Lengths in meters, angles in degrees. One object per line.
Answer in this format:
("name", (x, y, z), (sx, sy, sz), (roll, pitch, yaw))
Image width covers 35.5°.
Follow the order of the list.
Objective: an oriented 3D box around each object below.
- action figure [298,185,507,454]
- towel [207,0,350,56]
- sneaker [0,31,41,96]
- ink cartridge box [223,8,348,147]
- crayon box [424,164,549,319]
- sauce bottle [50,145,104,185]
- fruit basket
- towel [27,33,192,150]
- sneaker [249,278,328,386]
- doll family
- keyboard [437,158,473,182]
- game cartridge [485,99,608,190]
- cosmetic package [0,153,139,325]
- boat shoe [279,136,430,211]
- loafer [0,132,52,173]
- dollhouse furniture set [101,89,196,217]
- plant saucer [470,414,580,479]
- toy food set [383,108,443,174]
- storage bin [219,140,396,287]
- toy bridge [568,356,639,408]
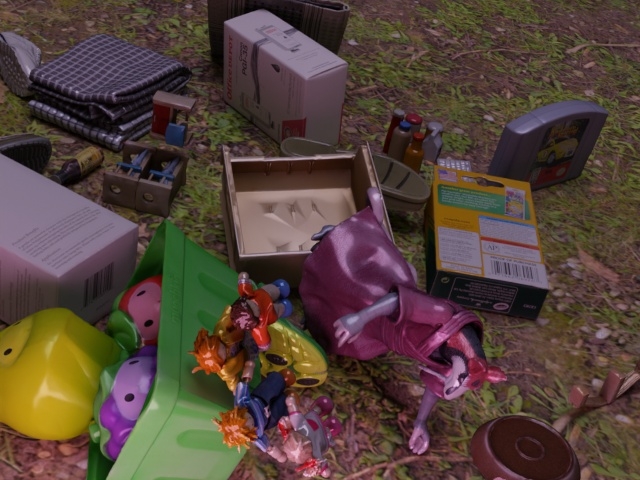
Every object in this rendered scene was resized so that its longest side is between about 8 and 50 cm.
("action figure", (0.137, 0.122, 1.482), (0.370, 0.248, 0.276), (23, 58, 41))
("towel", (-0.100, -0.486, 2.268), (0.312, 0.324, 0.056), (11, 72, -2))
("sneaker", (-0.632, -0.382, 2.129), (0.095, 0.090, 0.235), (-3, 38, -37))
("ink cartridge box", (-0.082, -0.333, 2.116), (0.117, 0.207, 0.283), (-26, 49, -32))
("crayon box", (0.302, -0.002, 1.870), (0.203, 0.083, 0.323), (10, 39, -3))
("sauce bottle", (-0.456, -0.136, 1.871), (0.042, 0.042, 0.128), (23, 39, 15))
("fruit basket", (-0.285, 0.161, 1.340), (0.392, 0.283, 0.392), (24, 30, -15))
("towel", (-0.435, -0.322, 2.069), (0.235, 0.121, 0.284), (24, 36, 17))
("sneaker", (-0.097, 0.119, 1.564), (0.295, 0.109, 0.123), (32, 40, 23))
("doll family", (-0.080, 0.174, 1.201), (0.118, 0.263, 0.163), (-23, -1, 19))
("keyboard", (0.286, -0.101, 2.078), (0.072, 0.014, 0.256), (9, 35, -5))
("game cartridge", (0.485, -0.200, 2.120), (0.294, 0.196, 0.060), (-16, 43, -34))
("cosmetic package", (-0.491, -0.006, 1.576), (0.365, 0.155, 0.197), (26, 36, 20))
("boat shoe", (0.062, -0.110, 1.939), (0.302, 0.103, 0.113), (19, 38, 9))
("loafer", (-0.605, -0.150, 1.794), (0.251, 0.094, 0.087), (-19, 50, -37))
("dollhouse furniture set", (-0.315, -0.165, 1.828), (0.129, 0.183, 0.129), (13, 35, 1))
("plant saucer", (0.308, 0.316, 1.485), (0.168, 0.029, 0.168), (9, 34, -6))
("toy food set", (0.205, -0.230, 2.152), (0.111, 0.104, 0.232), (23, 36, 15))
("storage bin", (-0.032, -0.051, 1.735), (0.262, 0.123, 0.260), (-3, 56, -13))
("toy bridge", (0.472, 0.235, 1.618), (0.188, 0.063, 0.026), (-16, 44, -33))
